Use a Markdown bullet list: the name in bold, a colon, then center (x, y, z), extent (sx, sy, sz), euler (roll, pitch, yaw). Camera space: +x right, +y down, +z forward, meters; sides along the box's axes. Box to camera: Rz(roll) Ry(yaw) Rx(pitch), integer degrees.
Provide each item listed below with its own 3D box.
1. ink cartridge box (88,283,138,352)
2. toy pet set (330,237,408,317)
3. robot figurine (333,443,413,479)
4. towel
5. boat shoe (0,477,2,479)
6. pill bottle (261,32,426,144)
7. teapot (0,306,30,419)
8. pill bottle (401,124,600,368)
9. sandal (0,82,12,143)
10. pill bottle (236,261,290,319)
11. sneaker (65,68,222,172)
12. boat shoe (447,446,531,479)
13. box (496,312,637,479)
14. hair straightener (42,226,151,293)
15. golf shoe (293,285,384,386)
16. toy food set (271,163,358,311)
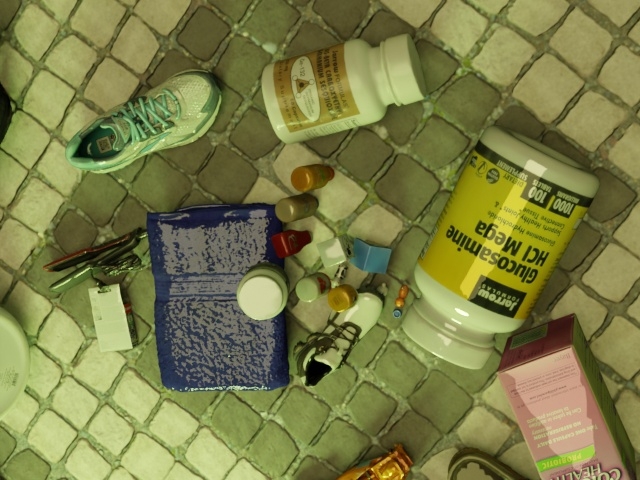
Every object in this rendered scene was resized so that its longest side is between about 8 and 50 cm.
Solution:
- **ink cartridge box**: center (-0.357, 0.132, 1.861), extent (0.063, 0.029, 0.115), euler (-9, 95, 16)
- **toy pet set**: center (0.079, 0.060, 1.720), extent (0.122, 0.065, 0.114), euler (17, 102, 11)
- **robot figurine**: center (0.056, 0.473, 1.779), extent (0.291, 0.085, 0.211), euler (-39, 87, 16)
- **towel**: center (-0.163, 0.093, 1.781), extent (0.228, 0.076, 0.308), euler (-2, 96, 12)
- **boat shoe**: center (-0.655, 0.410, 1.937), extent (0.122, 0.110, 0.341), euler (-31, 90, 17)
- **pill bottle**: center (0.037, -0.235, 1.651), extent (0.229, 0.131, 0.131), euler (-14, 95, 16)
- **teapot**: center (-0.639, 0.202, 1.862), extent (0.187, 0.256, 0.252), euler (9, 125, 45)
- **pill bottle**: center (0.256, 0.014, 1.604), extent (0.188, 0.188, 0.333), euler (28, 104, 9)
- **sandal**: center (-0.588, -0.152, 1.831), extent (0.107, 0.167, 0.445), euler (10, 110, -13)
- **pill bottle**: center (-0.087, 0.078, 1.654), extent (0.078, 0.137, 0.078), euler (0, 96, 1)
- **sneaker**: center (-0.287, -0.182, 1.746), extent (0.283, 0.122, 0.110), euler (-28, 91, 17)
- **boat shoe**: center (0.333, 0.433, 1.696), extent (0.307, 0.104, 0.110), euler (44, 97, 6)
- **box**: center (0.367, 0.257, 1.600), extent (0.117, 0.213, 0.242), euler (-23, 93, 16)
- **hair straightener**: center (-0.359, 0.046, 1.837), extent (0.231, 0.047, 0.089), euler (-20, 72, 10)
- **golf shoe**: center (0.035, 0.159, 1.718), extent (0.077, 0.094, 0.198), euler (31, 116, -19)
- **toy food set**: center (0.000, 0.000, 1.708), extent (0.111, 0.104, 0.232), euler (-22, 89, 27)
